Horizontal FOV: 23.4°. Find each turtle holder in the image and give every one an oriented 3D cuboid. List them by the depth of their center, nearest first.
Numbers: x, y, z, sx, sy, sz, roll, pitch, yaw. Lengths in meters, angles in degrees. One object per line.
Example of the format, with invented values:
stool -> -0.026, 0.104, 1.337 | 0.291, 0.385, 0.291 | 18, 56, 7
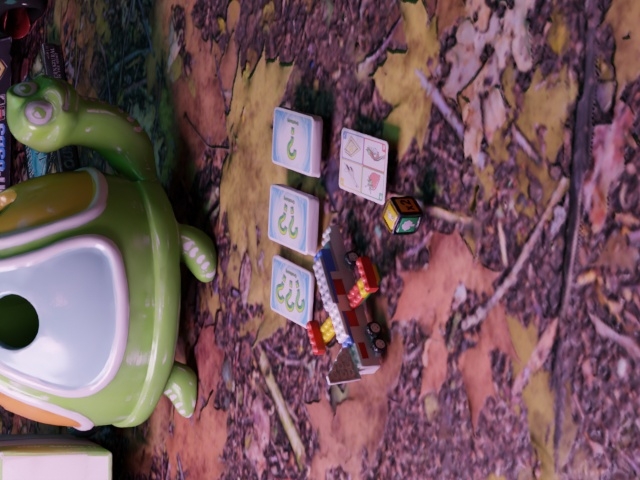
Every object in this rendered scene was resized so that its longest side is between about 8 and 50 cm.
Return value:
turtle holder -> -0.241, 0.030, 1.492 | 0.243, 0.227, 0.320 | 58, 138, 48

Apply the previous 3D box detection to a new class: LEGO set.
LEGO set -> 0.000, 0.000, 1.218 | 0.244, 0.060, 0.182 | 25, 115, 60

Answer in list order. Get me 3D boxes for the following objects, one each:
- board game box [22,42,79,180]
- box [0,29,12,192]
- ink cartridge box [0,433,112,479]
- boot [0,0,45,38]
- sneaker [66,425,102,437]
board game box -> -0.338, -0.132, 1.902 | 0.126, 0.026, 0.186 | -49, 47, 52
box -> -0.521, -0.186, 2.082 | 0.295, 0.073, 0.293 | 33, 129, 37
ink cartridge box -> -0.306, 0.318, 1.687 | 0.353, 0.119, 0.207 | 169, 101, -74
boot -> -0.423, -0.348, 2.016 | 0.244, 0.088, 0.176 | 3, 94, 59
sneaker -> -0.293, 0.080, 1.705 | 0.110, 0.122, 0.283 | -33, 60, 58
